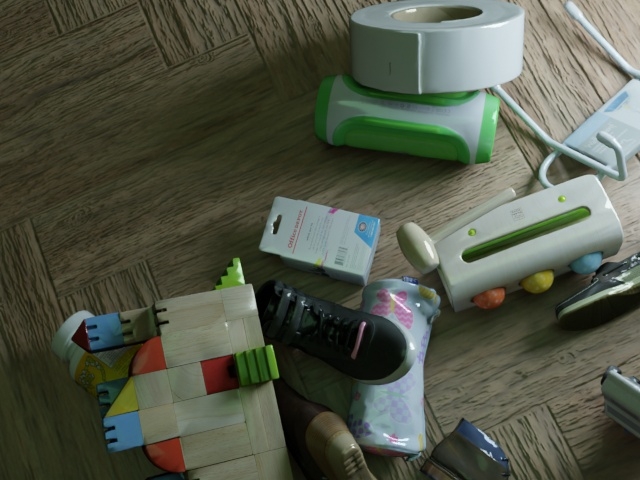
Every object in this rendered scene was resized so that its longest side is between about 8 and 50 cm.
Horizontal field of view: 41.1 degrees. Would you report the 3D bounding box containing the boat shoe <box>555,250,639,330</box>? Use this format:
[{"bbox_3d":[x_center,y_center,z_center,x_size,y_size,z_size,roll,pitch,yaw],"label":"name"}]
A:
[{"bbox_3d":[0.464,0.069,1.343,0.223,0.080,0.073,-25,51,0],"label":"boat shoe"}]

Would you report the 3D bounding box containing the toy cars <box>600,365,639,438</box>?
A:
[{"bbox_3d":[0.455,0.260,1.124,0.176,0.394,0.087,32,95,-3],"label":"toy cars"}]

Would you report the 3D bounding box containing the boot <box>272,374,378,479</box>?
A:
[{"bbox_3d":[0.005,0.336,1.286,0.090,0.248,0.207,-26,33,-25],"label":"boot"}]

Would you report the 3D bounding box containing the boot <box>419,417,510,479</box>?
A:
[{"bbox_3d":[0.265,0.358,1.262,0.219,0.082,0.106,30,80,17],"label":"boot"}]

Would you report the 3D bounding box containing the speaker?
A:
[{"bbox_3d":[0.145,-0.205,1.440,0.296,0.131,0.131,9,73,10],"label":"speaker"}]

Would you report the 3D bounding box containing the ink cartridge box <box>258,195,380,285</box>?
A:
[{"bbox_3d":[0.000,0.000,1.423,0.181,0.061,0.104,14,73,11],"label":"ink cartridge box"}]

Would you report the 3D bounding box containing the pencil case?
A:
[{"bbox_3d":[0.112,0.196,1.319,0.124,0.113,0.273,14,72,-15],"label":"pencil case"}]

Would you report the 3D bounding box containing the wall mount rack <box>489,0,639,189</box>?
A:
[{"bbox_3d":[0.459,-0.248,1.424,0.350,0.130,0.304,-40,43,-8],"label":"wall mount rack"}]

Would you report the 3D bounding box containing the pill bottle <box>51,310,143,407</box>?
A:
[{"bbox_3d":[-0.323,0.203,1.364,0.208,0.117,0.118,33,78,15],"label":"pill bottle"}]

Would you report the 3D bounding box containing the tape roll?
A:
[{"bbox_3d":[0.188,-0.324,1.399,0.286,0.286,0.100,1,116,7],"label":"tape roll"}]

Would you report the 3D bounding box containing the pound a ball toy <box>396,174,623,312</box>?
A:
[{"bbox_3d":[0.291,0.015,1.299,0.319,0.208,0.136,-21,69,3],"label":"pound a ball toy"}]

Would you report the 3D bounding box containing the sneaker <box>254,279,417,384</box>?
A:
[{"bbox_3d":[0.002,0.134,1.256,0.295,0.147,0.105,13,83,52],"label":"sneaker"}]

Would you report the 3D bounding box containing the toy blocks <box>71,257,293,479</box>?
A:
[{"bbox_3d":[-0.202,0.231,1.225,0.260,0.191,0.381,-10,81,-18],"label":"toy blocks"}]
